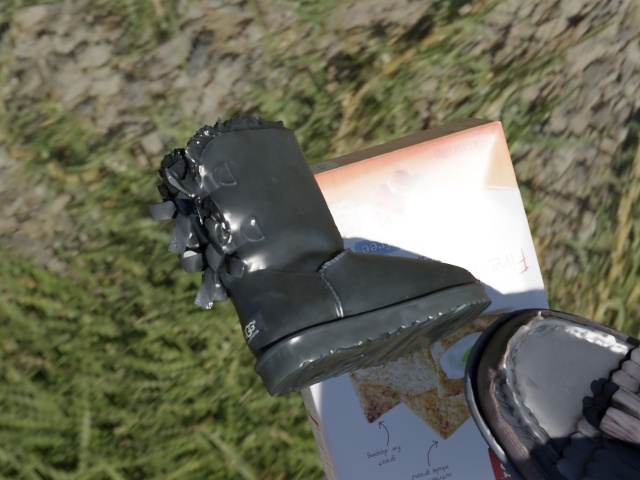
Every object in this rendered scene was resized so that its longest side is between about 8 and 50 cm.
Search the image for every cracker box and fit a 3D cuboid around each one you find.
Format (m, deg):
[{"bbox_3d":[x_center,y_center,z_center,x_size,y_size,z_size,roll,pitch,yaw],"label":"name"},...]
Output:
[{"bbox_3d":[0.060,0.056,1.042,0.156,0.067,0.232,-17,99,-7],"label":"cracker box"}]

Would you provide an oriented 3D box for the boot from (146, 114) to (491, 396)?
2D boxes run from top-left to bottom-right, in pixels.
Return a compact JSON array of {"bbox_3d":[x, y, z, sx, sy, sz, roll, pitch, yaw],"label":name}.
[{"bbox_3d":[0.000,0.000,0.639,0.045,0.121,0.099,-46,66,44],"label":"boot"}]

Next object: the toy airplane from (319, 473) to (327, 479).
[{"bbox_3d":[-0.038,0.324,1.030,0.272,0.384,0.386,-29,67,45],"label":"toy airplane"}]

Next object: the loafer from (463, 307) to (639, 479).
[{"bbox_3d":[0.206,0.131,0.805,0.302,0.095,0.109,40,71,-5],"label":"loafer"}]
